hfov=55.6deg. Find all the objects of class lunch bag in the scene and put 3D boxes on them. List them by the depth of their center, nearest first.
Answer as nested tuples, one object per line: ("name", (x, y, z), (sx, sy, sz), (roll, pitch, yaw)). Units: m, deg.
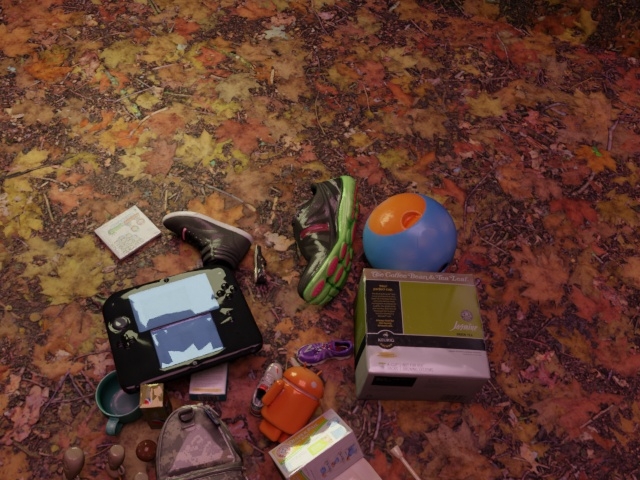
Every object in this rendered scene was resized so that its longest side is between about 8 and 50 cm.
("lunch bag", (-0.287, 0.549, 1.437), (0.213, 0.305, 0.255), (-12, 60, -14))

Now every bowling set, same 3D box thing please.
("bowling set", (-0.485, 0.602, 1.500), (0.200, 0.154, 0.287), (-25, 60, -42))

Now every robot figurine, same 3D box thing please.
("robot figurine", (-0.074, 0.431, 1.621), (0.158, 0.128, 0.219), (32, 81, -4))

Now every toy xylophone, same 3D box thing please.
("toy xylophone", (0.162, 0.674, 1.536), (0.236, 0.081, 0.322), (-25, 63, -20))

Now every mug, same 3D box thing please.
("mug", (-0.532, 0.428, 1.613), (0.129, 0.097, 0.158), (38, 62, 17))

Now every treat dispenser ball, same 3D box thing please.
("treat dispenser ball", (0.275, -0.003, 1.872), (0.289, 0.288, 0.288), (3, 57, -4))

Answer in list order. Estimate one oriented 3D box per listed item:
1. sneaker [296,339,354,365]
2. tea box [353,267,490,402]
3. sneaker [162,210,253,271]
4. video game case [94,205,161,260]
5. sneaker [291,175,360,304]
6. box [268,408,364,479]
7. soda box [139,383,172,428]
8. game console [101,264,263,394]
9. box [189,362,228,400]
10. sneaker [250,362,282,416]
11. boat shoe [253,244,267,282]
("sneaker", (0.014, 0.315, 1.764), (0.170, 0.071, 0.068), (-9, 58, -11))
("tea box", (0.271, 0.272, 1.731), (0.329, 0.220, 0.323), (4, 57, -4))
("sneaker", (-0.371, 0.009, 1.900), (0.296, 0.104, 0.146), (17, 51, 0))
("video game case", (-0.618, -0.025, 1.949), (0.157, 0.019, 0.143), (-38, 68, -26))
("sneaker", (0.000, 0.000, 1.934), (0.203, 0.185, 0.482), (2, 51, 17))
("box", (-0.012, 0.548, 1.551), (0.203, 0.103, 0.114), (-31, 30, -18))
("soda box", (-0.424, 0.432, 1.572), (0.058, 0.181, 0.061), (-3, 57, -8))
("game console", (-0.391, 0.230, 1.696), (0.387, 0.060, 0.342), (-16, 44, -17))
("box", (-0.309, 0.329, 1.725), (0.101, 0.060, 0.244), (2, 57, -4))
("sneaker", (-0.147, 0.406, 1.683), (0.057, 0.075, 0.161), (22, 57, 8))
("boat shoe", (-0.191, 0.074, 1.915), (0.042, 0.049, 0.132), (1, 59, -12))
